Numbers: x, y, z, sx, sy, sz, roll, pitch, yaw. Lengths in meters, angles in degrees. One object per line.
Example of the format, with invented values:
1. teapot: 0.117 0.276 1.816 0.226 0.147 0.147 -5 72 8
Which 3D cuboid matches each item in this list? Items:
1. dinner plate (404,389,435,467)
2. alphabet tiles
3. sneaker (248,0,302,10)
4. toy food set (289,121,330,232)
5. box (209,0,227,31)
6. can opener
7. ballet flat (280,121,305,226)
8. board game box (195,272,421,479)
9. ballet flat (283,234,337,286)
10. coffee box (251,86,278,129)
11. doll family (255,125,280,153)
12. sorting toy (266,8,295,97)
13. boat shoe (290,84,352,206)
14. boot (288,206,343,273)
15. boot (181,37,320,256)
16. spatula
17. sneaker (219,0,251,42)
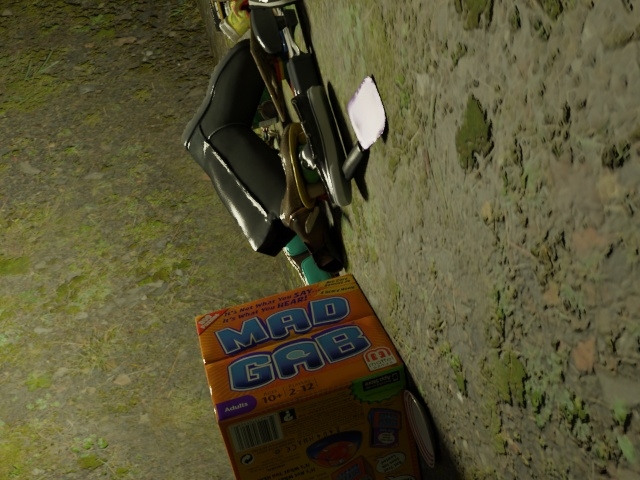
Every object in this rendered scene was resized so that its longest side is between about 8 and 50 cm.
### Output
1. dinner plate: 0.181 0.333 1.436 0.141 0.017 0.141 165 90 -83
2. alphabet tiles: -0.122 -0.415 1.825 0.237 0.009 0.198 -97 -14 -44
3. sneaker: -0.132 -0.537 1.335 0.257 0.169 0.447 86 163 -50
4. toy food set: -0.004 -0.139 1.654 0.128 0.071 0.218 -56 -44 -69
5. box: -0.303 -0.785 2.387 0.257 0.079 0.322 -135 31 -71
6. can opener: -0.059 -0.320 1.529 0.076 0.095 0.283 -171 66 -82
7. ballet flat: -0.051 -0.151 1.829 0.084 0.058 0.250 20 -114 -48
8. board game box: -0.029 0.345 1.677 0.356 0.356 0.356 -120 16 -59
9. ballet flat: -0.026 0.048 2.030 0.106 0.107 0.316 60 -171 -62
10. coffee box: -0.219 -0.357 2.241 0.040 0.184 0.113 93 159 -70
11. doll family: -0.163 -0.254 2.341 0.193 0.076 0.111 -60 -14 -56
12. sorting toy: -0.093 -0.423 1.738 0.132 0.046 0.274 82 169 -45
13. boat shoe: -0.004 -0.163 1.443 0.080 0.076 0.229 8 -114 -72
14. boot: 0.000 0.000 1.781 0.106 0.082 0.219 60 -173 23
15. boot: -0.146 -0.232 1.991 0.367 0.146 0.445 -58 49 26
16. spatula: 0.060 -0.153 1.259 0.296 0.030 0.084 102 149 -73
17. sneaker: -0.189 -0.578 2.042 0.081 0.094 0.208 40 -150 -27
